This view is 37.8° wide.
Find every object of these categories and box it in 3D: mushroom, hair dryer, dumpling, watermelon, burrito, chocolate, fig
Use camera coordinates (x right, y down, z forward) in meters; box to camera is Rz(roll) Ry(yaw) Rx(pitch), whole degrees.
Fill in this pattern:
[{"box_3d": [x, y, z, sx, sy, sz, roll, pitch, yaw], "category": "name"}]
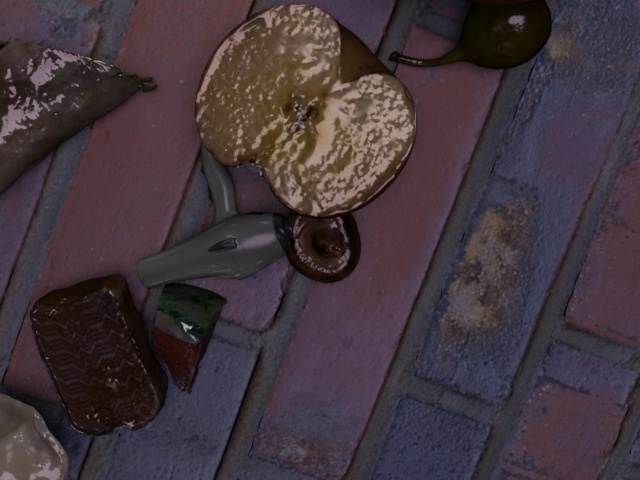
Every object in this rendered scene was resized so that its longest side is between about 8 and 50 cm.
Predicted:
[{"box_3d": [0.004, -0.001, 1.357, 0.109, 0.085, 0.126, 0, 94, 39], "category": "mushroom"}, {"box_3d": [-0.189, -0.043, 1.348, 0.229, 0.092, 0.267, -34, 79, 9], "category": "hair dryer"}, {"box_3d": [-0.462, 0.311, 1.316, 0.258, 0.147, 0.193, -17, 78, 23], "category": "dumpling"}, {"box_3d": [-0.200, 0.129, 1.373, 0.097, 0.121, 0.158, 19, 139, 7], "category": "watermelon"}, {"box_3d": [-0.416, -0.182, 1.290, 0.347, 0.107, 0.175, -35, 112, 1], "category": "burrito"}, {"box_3d": [-0.307, 0.162, 1.330, 0.148, 0.093, 0.214, -14, 106, 13], "category": "chocolate"}, {"box_3d": [0.214, -0.287, 1.342, 0.236, 0.124, 0.124, -21, 98, 13], "category": "fig"}]

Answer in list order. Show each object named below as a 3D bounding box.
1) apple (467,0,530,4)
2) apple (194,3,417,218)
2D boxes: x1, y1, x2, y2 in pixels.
[{"box_3d": [0.212, -0.487, 1.167, 0.346, 0.391, 0.392, -34, 99, -32], "category": "apple"}, {"box_3d": [-0.012, -0.166, 1.297, 0.293, 0.163, 0.251, 45, 96, 6], "category": "apple"}]
